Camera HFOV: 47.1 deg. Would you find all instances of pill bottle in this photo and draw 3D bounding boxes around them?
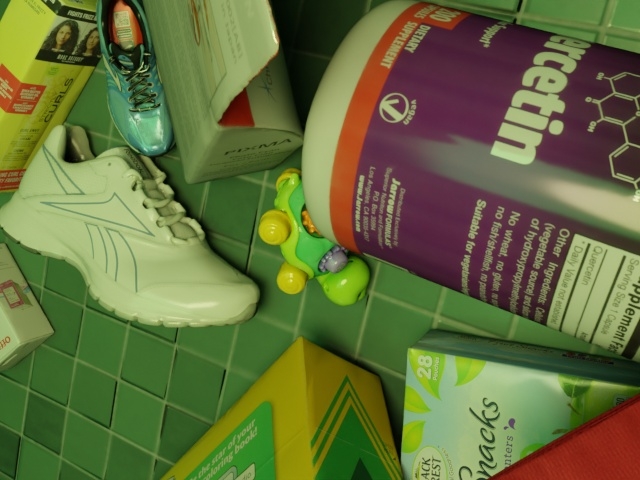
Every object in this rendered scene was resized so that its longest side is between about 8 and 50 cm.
[{"bbox_3d":[0.161,-0.035,0.475,0.322,0.181,0.182,21,106,22],"label":"pill bottle"}]

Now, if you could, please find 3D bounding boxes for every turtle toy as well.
[{"bbox_3d":[0.000,0.000,0.610,0.066,0.095,0.130,-9,122,16],"label":"turtle toy"}]

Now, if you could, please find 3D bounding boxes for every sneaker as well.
[{"bbox_3d":[-0.173,-0.153,0.665,0.063,0.073,0.162,-15,102,-4],"label":"sneaker"},{"bbox_3d":[-0.179,-0.014,0.689,0.297,0.111,0.129,27,102,19],"label":"sneaker"}]

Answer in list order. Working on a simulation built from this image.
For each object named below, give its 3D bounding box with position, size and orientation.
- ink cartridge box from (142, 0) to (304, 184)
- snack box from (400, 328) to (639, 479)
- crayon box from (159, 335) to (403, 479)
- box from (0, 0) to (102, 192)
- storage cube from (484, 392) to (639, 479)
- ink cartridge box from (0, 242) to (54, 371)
[{"bbox_3d":[-0.067,-0.215,0.474,0.091,0.385,0.308,-13,90,-16],"label":"ink cartridge box"},{"bbox_3d":[0.152,0.187,0.573,0.174,0.070,0.207,7,100,24],"label":"snack box"},{"bbox_3d":[-0.077,0.308,0.575,0.106,0.313,0.363,32,116,-24],"label":"crayon box"},{"bbox_3d":[-0.295,-0.150,0.734,0.058,0.087,0.232,45,112,13],"label":"box"},{"bbox_3d":[0.219,0.176,0.354,0.193,0.215,0.184,-42,47,29],"label":"storage cube"},{"bbox_3d":[-0.367,0.079,0.820,0.088,0.052,0.122,-36,80,26],"label":"ink cartridge box"}]
